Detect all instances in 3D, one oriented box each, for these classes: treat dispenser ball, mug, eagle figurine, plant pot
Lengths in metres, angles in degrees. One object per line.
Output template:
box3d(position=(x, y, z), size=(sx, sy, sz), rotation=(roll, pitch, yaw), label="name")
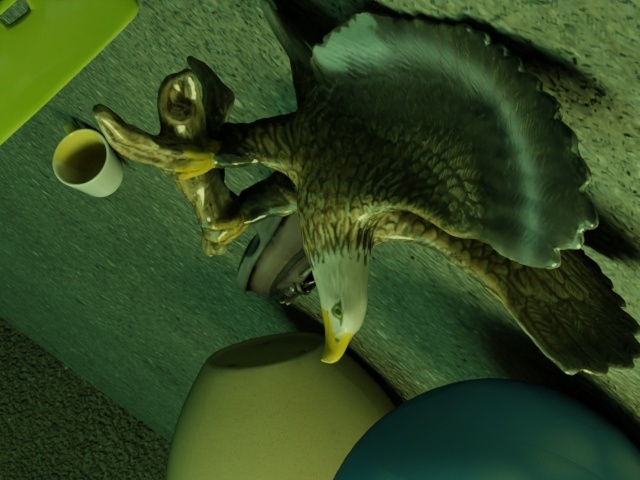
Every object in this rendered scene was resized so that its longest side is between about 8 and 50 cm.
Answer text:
box3d(position=(0.140, 0.254, 1.585), size=(0.288, 0.288, 0.288), rotation=(37, 167, 10), label="treat dispenser ball")
box3d(position=(-0.232, -0.081, 2.019), size=(0.062, 0.078, 0.064), rotation=(-2, 161, 19), label="mug")
box3d(position=(0.048, -0.030, 1.199), size=(0.298, 0.225, 0.226), rotation=(1, -164, 21), label="eagle figurine")
box3d(position=(-0.038, 0.204, 2.066), size=(0.284, 0.284, 0.191), rotation=(12, 114, 64), label="plant pot")
box3d(position=(-0.312, -0.190, 1.478), size=(0.227, 0.228, 0.207), rotation=(19, 150, 56), label="plant pot")

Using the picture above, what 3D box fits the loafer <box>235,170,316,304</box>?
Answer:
box3d(position=(0.000, 0.000, 1.525), size=(0.095, 0.109, 0.302), rotation=(34, 164, 4), label="loafer")
